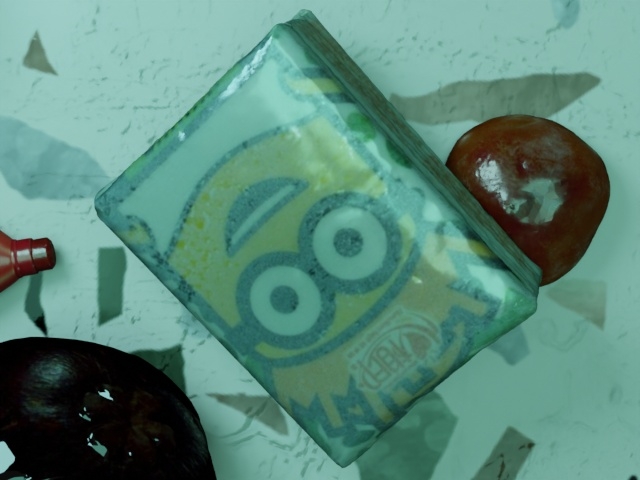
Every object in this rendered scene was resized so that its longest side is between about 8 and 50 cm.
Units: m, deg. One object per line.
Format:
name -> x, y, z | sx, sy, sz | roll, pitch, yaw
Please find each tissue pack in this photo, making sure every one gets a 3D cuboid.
tissue pack -> 0.000, 0.000, 1.113 | 0.228, 0.128, 0.311 | -41, 94, 19

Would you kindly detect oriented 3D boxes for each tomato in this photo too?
tomato -> 0.176, -0.036, 1.160 | 0.155, 0.069, 0.156 | 0, 92, 0

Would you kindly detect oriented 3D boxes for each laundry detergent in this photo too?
laundry detergent -> -0.315, 0.016, 1.170 | 0.165, 0.049, 0.097 | -9, 90, -3

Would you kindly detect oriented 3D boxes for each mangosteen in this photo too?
mangosteen -> -0.224, 0.225, 1.090 | 0.287, 0.233, 0.288 | -9, 115, -21
